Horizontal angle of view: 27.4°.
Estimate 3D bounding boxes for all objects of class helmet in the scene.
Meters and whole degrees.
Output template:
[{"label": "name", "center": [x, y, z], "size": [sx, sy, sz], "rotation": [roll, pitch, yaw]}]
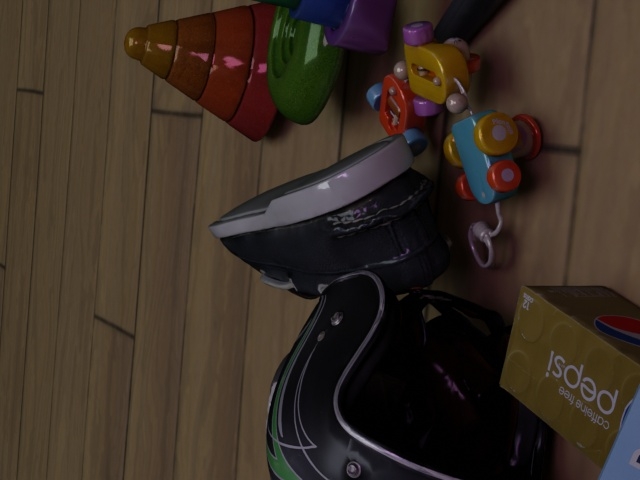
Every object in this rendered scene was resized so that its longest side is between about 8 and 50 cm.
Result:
[{"label": "helmet", "center": [0.047, 0.113, 0.753], "size": [0.169, 0.169, 0.161], "rotation": [-29, 47, 59]}]

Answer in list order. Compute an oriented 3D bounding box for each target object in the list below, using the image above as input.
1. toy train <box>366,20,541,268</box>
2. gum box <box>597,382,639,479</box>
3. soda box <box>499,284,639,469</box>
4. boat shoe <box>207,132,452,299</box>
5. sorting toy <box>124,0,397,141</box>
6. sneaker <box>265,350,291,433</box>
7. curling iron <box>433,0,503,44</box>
[{"label": "toy train", "center": [0.087, -0.068, 0.821], "size": [0.125, 0.046, 0.166], "rotation": [91, 153, -48]}, {"label": "gum box", "center": [0.187, 0.119, 0.520], "size": [0.157, 0.041, 0.184], "rotation": [27, 118, 19]}, {"label": "soda box", "center": [0.163, 0.083, 0.640], "size": [0.181, 0.058, 0.061], "rotation": [40, 124, 57]}, {"label": "boat shoe", "center": [0.000, 0.000, 0.906], "size": [0.091, 0.114, 0.302], "rotation": [62, 168, -5]}, {"label": "sorting toy", "center": [-0.061, -0.155, 0.962], "size": [0.365, 0.126, 0.127], "rotation": [175, 103, -72]}, {"label": "sneaker", "center": [0.021, 0.184, 0.894], "size": [0.106, 0.078, 0.234], "rotation": [-14, 79, 59]}, {"label": "curling iron", "center": [0.121, -0.166, 0.765], "size": [0.274, 0.035, 0.068], "rotation": [-40, 54, 55]}]
